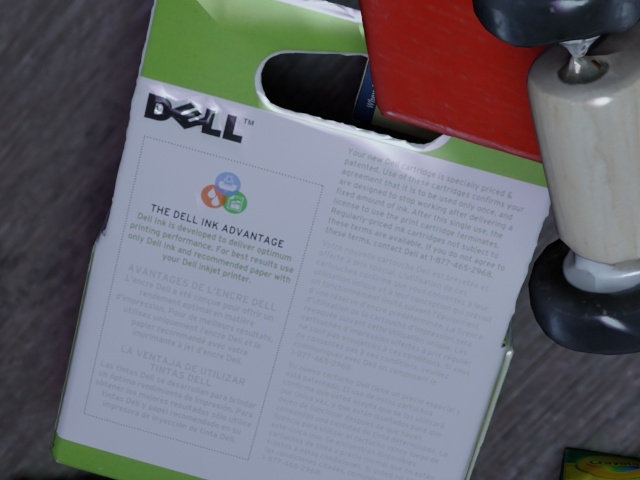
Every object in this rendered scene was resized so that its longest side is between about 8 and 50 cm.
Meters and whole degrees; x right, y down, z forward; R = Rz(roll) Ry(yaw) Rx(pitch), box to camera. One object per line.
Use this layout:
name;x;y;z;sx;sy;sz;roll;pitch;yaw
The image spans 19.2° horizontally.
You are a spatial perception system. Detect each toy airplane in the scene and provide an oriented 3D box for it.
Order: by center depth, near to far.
toy airplane;0.254;-0.101;0.640;0.384;0.272;0.386;33;126;-10

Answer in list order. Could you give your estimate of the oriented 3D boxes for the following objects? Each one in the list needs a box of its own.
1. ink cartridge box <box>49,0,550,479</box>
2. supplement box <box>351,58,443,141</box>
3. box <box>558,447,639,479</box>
ink cartridge box;0.000;0.000;0.846;0.189;0.097;0.255;16;118;0
supplement box;0.066;-0.088;0.835;0.083;0.056;0.083;16;114;0
box;0.201;0.168;0.933;0.179;0.043;0.105;10;113;6
